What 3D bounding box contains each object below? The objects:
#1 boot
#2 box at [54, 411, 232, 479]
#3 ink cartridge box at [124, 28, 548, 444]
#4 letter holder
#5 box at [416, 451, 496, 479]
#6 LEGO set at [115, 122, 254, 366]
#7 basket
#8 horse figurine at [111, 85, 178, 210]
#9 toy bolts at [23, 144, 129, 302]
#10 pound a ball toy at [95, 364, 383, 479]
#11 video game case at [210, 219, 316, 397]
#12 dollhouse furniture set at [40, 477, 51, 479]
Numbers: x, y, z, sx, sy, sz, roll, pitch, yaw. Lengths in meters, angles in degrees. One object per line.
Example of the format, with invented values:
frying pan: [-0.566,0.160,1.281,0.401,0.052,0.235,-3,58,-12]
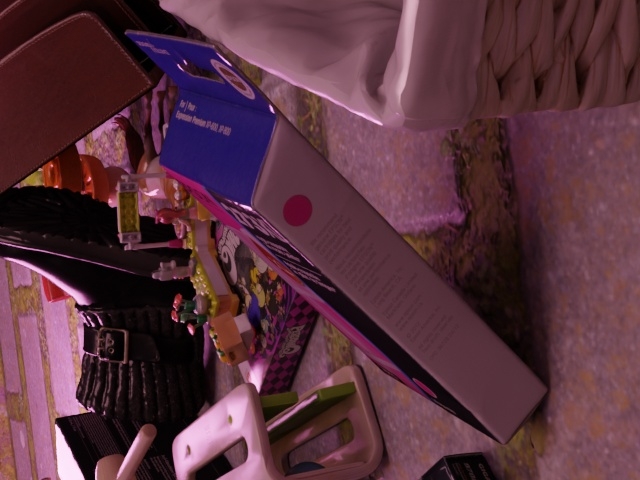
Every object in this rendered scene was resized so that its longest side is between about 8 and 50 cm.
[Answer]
boot: [-0.306,0.089,1.432,0.131,0.347,0.260,-51,-26,-60]
box: [-0.226,0.324,1.443,0.261,0.184,0.103,42,136,53]
ink cartridge box: [0.000,0.000,0.787,0.371,0.069,0.175,47,169,-29]
letter holder: [-0.359,-0.231,1.362,0.301,0.214,0.152,-29,25,27]
box: [0.110,0.308,0.868,0.175,0.051,0.220,-53,49,35]
LEGO set: [-0.161,0.011,1.225,0.132,0.107,0.287,144,119,-62]
basket: [0.083,-0.258,0.591,0.331,0.266,0.329,39,130,55]
horse figurine: [-0.201,-0.112,1.422,0.263,0.066,0.175,12,101,60]
toy bolts: [-0.317,-0.035,1.571,0.218,0.158,0.229,-33,66,57]
pound a ball toy: [-0.095,0.246,1.134,0.319,0.208,0.136,-44,57,57]
video game case: [-0.067,0.030,1.211,0.210,0.041,0.232,63,147,35]
dollhouse furniture set: [-0.345,0.438,1.660,0.259,0.262,0.135,-6,94,32]
